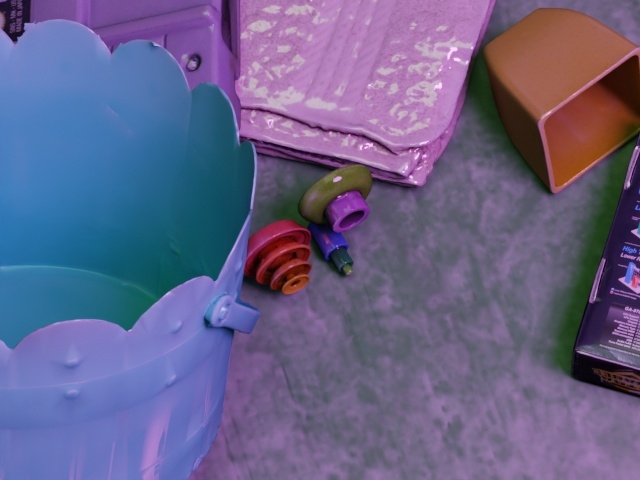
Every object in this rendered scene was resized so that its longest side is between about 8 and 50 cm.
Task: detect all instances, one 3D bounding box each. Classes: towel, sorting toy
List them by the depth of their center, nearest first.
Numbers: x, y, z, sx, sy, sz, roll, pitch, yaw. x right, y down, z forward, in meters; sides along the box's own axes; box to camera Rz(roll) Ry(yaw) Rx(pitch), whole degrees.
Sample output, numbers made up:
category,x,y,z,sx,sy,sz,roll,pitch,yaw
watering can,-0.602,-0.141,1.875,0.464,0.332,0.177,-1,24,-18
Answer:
category,x,y,z,sx,sy,sz,roll,pitch,yaw
sorting toy,0.000,0.000,1.169,0.102,0.061,0.042,-38,66,14
towel,0.025,-0.177,1.252,0.187,0.049,0.282,13,68,11

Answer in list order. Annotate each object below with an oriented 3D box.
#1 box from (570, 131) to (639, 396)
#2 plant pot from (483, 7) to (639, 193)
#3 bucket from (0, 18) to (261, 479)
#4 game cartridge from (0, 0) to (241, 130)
category,x,y,z,sx,sy,sz,roll,pitch,yaw
box,0.278,0.026,1.131,0.220,0.051,0.175,15,68,12
plant pot,0.147,-0.098,1.188,0.081,0.081,0.083,-36,57,-10
bucket,-0.168,0.022,1.063,0.281,0.183,0.281,3,40,-3
game cartridge,-0.166,-0.217,1.259,0.230,0.068,0.355,-8,65,13
